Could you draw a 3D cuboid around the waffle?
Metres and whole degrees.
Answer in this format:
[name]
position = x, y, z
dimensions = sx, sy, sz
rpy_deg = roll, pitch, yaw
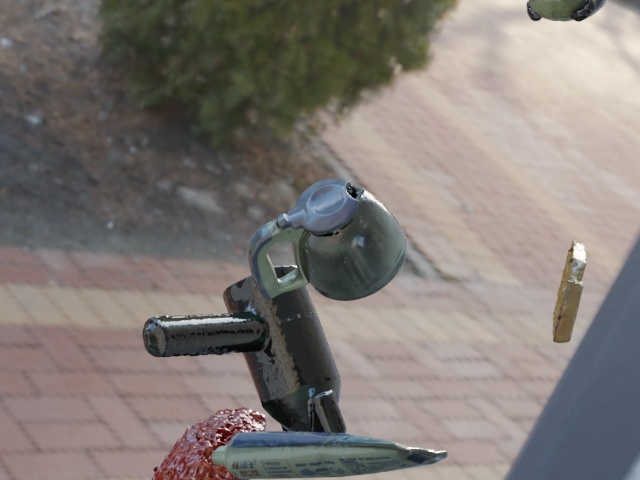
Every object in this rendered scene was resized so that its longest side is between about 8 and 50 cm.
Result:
[waffle]
position = 0.270, 0.054, 1.533
dimensions = 0.021, 0.092, 0.135
rpy_deg = 14, 13, 6

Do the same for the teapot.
[teapot]
position = 0.004, -0.009, 1.415
dimensions = 0.149, 0.108, 0.111
rpy_deg = -4, 51, 22

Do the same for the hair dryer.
[hair dryer]
position = -0.099, 0.163, 1.790
dimensions = 0.302, 0.116, 0.244
rpy_deg = 0, 62, -49

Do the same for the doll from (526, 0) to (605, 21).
[doll]
position = 0.396, -0.408, 2.200
dimensions = 0.143, 0.135, 0.234
rpy_deg = 6, 17, 17

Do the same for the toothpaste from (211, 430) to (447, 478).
[toothpaste]
position = -0.004, 0.212, 1.394
dimensions = 0.069, 0.268, 0.047
rpy_deg = 54, 46, -32

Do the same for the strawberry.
[strawberry]
position = -0.143, 0.287, 1.886
dimensions = 0.098, 0.174, 0.228
rpy_deg = 43, 55, -10
